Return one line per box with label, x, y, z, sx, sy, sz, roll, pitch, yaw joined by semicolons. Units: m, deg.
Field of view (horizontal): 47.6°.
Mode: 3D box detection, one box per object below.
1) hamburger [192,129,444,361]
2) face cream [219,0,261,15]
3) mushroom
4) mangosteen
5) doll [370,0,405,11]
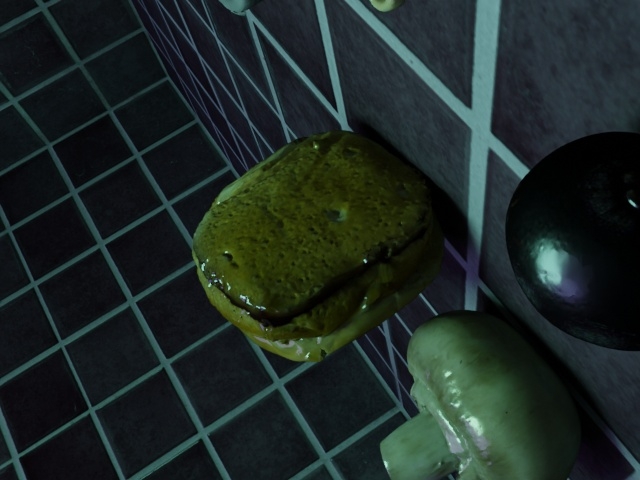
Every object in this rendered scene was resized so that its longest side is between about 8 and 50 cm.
hamburger;-0.004;0.005;0.925;0.284;0.304;0.174;48;169;50
face cream;-0.049;-0.299;0.595;0.177;0.153;0.177;56;174;10
mushroom;0.178;0.220;0.901;0.254;0.234;0.260;61;173;3
mangosteen;0.181;0.011;0.460;0.137;0.137;0.151;54;164;27
doll;-0.003;-0.302;0.451;0.271;0.144;0.208;53;153;18
